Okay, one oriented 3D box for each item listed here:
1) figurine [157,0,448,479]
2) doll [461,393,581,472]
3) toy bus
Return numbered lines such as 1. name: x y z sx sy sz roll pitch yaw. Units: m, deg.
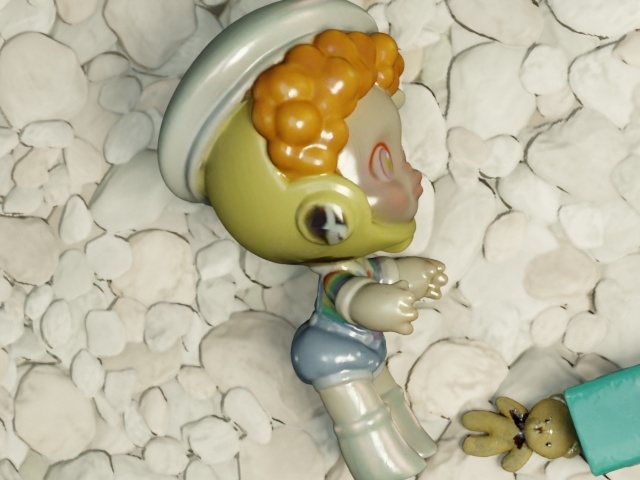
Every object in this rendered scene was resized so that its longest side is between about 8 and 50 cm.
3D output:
1. figurine: -0.010 0.006 1.213 0.205 0.224 0.382 -14 81 20
2. doll: 0.162 0.155 1.246 0.093 0.051 0.061 -11 81 46
3. toy bus: 0.273 0.121 1.177 0.160 0.092 0.079 -20 80 15
